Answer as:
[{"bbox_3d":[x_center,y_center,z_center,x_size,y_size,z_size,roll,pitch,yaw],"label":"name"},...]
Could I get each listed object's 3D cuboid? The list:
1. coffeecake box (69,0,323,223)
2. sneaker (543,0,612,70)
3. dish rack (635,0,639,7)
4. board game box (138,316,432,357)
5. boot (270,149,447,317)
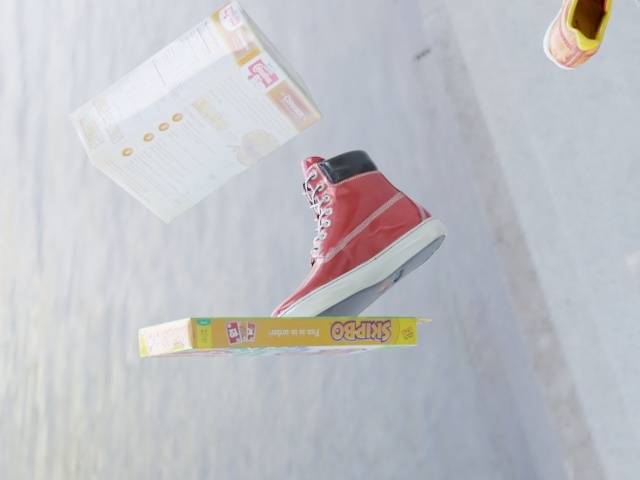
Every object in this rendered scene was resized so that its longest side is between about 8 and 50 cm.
[{"bbox_3d":[-0.112,-0.116,1.274,0.185,0.142,0.068,-34,58,7],"label":"coffeecake box"},{"bbox_3d":[0.262,-0.244,1.332,0.067,0.064,0.175,-39,36,56],"label":"sneaker"},{"bbox_3d":[0.438,-0.293,1.715,0.074,0.208,0.271,-33,9,10],"label":"dish rack"},{"bbox_3d":[-0.030,0.092,1.313,0.124,0.259,0.039,-16,77,60],"label":"board game box"},{"bbox_3d":[0.000,0.000,1.548,0.176,0.244,0.088,46,150,15],"label":"boot"}]
